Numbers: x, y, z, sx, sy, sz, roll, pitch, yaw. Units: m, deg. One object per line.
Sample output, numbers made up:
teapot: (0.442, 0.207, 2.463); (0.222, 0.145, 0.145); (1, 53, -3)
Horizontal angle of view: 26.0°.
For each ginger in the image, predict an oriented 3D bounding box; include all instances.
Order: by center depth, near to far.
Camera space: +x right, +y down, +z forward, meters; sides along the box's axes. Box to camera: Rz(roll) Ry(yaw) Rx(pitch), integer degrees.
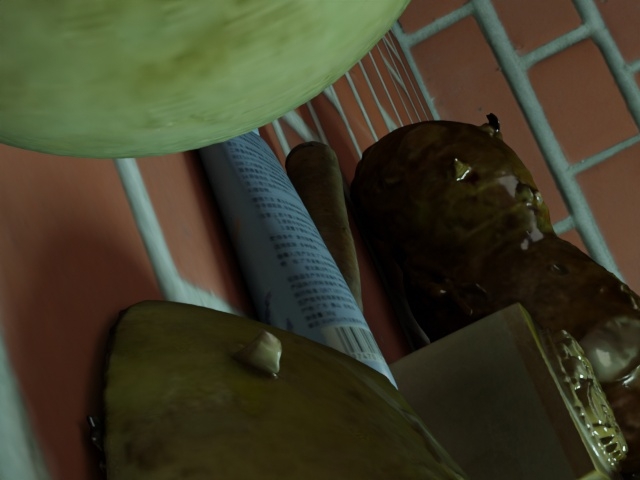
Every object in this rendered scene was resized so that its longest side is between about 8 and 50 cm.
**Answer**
ginger: (0.168, 0.036, 1.248); (0.418, 0.176, 0.254); (50, -9, 42)

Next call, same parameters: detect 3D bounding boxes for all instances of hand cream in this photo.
hand cream: (-0.019, 0.013, 0.798); (0.091, 0.058, 0.271); (30, 30, -53)

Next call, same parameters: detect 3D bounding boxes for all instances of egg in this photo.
egg: (-0.075, -0.148, 0.430); (0.218, 0.218, 0.295); (57, -1, -37)

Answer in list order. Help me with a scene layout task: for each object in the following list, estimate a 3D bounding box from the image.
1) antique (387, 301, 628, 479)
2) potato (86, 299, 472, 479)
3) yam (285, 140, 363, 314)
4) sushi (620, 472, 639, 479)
antique: (0.146, 0.144, 1.052); (0.146, 0.148, 0.152); (66, 12, 23)
potato: (0.015, 0.129, 0.527); (0.239, 0.116, 0.299); (49, 16, -42)
yam: (0.000, 0.000, 0.940); (0.046, 0.046, 0.264); (60, 11, -25)
sushi: (0.263, 0.217, 1.387); (0.238, 0.218, 0.225); (33, -25, 13)
